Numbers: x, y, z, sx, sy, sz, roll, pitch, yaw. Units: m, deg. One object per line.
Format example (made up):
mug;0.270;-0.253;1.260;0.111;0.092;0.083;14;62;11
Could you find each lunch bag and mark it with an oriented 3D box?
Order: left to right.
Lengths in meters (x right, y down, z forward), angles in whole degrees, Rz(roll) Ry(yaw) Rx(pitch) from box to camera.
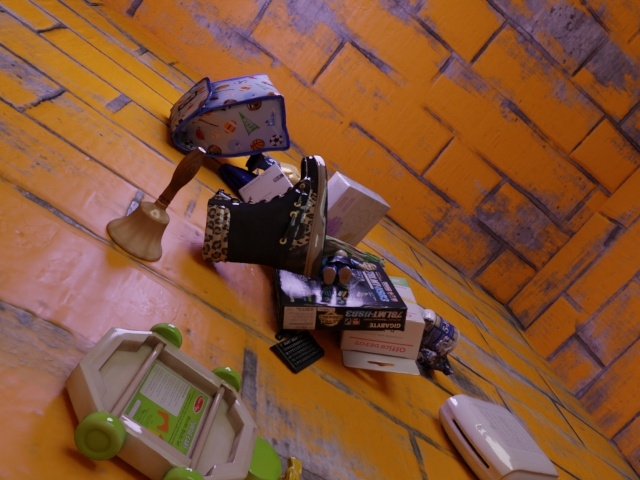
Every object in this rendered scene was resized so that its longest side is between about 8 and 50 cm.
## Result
lunch bag;-0.331;-0.434;1.988;0.328;0.385;0.239;-116;-163;-59

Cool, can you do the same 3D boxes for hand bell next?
hand bell;-0.307;-0.088;1.152;0.126;0.242;0.126;38;15;-12

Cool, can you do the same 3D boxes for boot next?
boot;-0.268;-0.107;1.708;0.099;0.045;0.121;37;7;-22
boot;-0.128;-0.077;1.409;0.284;0.138;0.377;4;53;-3

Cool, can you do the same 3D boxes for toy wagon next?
toy wagon;-0.179;0.257;0.798;0.344;0.068;0.267;39;15;-8

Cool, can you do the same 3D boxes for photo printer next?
photo printer;0.452;0.529;1.482;0.307;0.107;0.256;26;20;-42

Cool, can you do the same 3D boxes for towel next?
towel;-0.199;-0.162;2.010;0.227;0.076;0.308;40;13;30
towel;0.004;0.050;1.632;0.325;0.248;0.038;22;64;-48

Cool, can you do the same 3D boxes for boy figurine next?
boy figurine;-0.130;-0.234;2.079;0.285;0.092;0.177;28;13;-30

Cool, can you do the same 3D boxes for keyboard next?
keyboard;-0.054;0.232;1.275;0.108;0.023;0.180;43;14;14

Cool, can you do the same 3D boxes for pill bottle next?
pill bottle;0.375;0.302;1.966;0.187;0.112;0.112;35;15;-16

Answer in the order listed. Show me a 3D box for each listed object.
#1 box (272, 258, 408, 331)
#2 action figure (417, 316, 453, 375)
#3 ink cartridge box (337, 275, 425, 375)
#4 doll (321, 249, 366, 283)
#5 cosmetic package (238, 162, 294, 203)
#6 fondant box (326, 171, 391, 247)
box;0.035;0.126;1.419;0.293;0.073;0.295;4;20;-10
action figure;0.324;0.318;1.740;0.276;0.141;0.164;28;7;-33
ink cartridge box;0.153;0.207;1.527;0.207;0.119;0.353;8;20;-5
doll;0.050;0.064;1.425;0.129;0.046;0.189;2;12;3
cosmetic package;-0.130;-0.105;1.759;0.151;0.151;0.183;53;1;-45
fondant box;0.099;-0.109;2.246;0.330;0.238;0.096;20;26;-53
